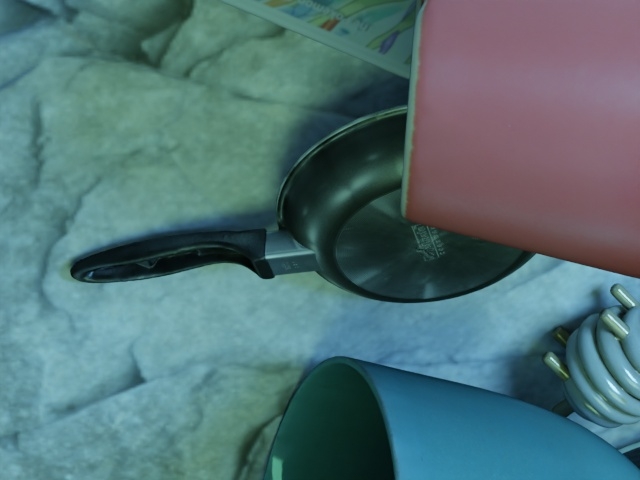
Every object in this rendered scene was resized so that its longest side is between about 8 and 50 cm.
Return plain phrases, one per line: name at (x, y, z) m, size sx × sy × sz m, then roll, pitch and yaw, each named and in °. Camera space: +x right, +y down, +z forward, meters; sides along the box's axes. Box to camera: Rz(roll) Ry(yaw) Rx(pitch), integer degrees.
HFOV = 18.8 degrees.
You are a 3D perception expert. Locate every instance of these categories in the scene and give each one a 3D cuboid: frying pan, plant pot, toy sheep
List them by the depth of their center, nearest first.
plant pot at (0.171, -0.097, 1.060) m, size 0.243 × 0.275 × 0.275 m, roll 4°, pitch 129°, yaw 2°
frying pan at (0.006, -0.018, 1.248) m, size 0.326 × 0.053 × 0.197 m, roll -1°, pitch 143°, yaw -11°
plant pot at (0.105, 0.237, 1.342) m, size 0.235 × 0.293 × 0.293 m, roll 8°, pitch 127°, yaw -20°
toy sheep at (0.209, 0.088, 1.358) m, size 0.091 × 0.091 × 0.132 m, roll 27°, pitch 135°, yaw -25°

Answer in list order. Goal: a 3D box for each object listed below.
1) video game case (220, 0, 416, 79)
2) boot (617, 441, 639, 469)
video game case at (0.109, -0.219, 1.128) m, size 0.329 × 0.036 × 0.300 m, roll 20°, pitch 124°, yaw -22°
boot at (0.330, 0.212, 1.477) m, size 0.244 × 0.088 × 0.176 m, roll -8°, pitch 151°, yaw 16°
